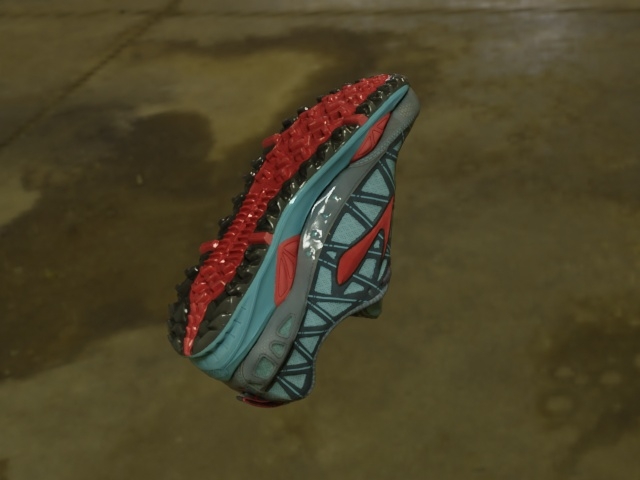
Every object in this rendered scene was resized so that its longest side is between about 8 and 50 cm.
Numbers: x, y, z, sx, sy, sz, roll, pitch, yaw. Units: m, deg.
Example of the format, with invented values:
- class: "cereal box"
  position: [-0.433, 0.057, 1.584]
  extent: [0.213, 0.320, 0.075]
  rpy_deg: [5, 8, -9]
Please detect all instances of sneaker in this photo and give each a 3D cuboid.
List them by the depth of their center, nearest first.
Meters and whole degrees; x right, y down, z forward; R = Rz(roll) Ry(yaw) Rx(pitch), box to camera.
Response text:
- class: "sneaker"
  position: [0.000, 0.000, 0.921]
  extent: [0.104, 0.125, 0.262]
  rpy_deg: [4, 55, 54]
